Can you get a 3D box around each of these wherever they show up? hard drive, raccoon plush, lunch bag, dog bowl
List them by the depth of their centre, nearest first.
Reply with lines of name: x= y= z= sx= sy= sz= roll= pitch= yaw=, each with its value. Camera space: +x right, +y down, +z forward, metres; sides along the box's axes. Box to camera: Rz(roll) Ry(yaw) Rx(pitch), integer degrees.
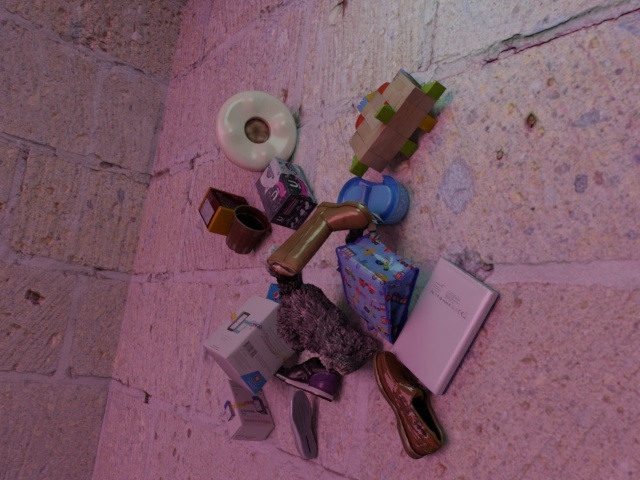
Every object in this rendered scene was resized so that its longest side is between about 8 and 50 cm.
hard drive: x=0.337 y=0.233 z=1.523 sx=0.210 sy=0.040 sz=0.319 roll=41 pitch=110 yaw=50
lunch bag: x=0.160 y=0.167 z=1.645 sx=0.221 sy=0.138 sz=0.293 roll=39 pitch=141 yaw=41
raccoon plush: x=-0.021 y=0.241 z=1.701 sx=0.216 sy=0.446 sz=0.299 roll=-50 pitch=32 yaw=-15
dog bowl: x=0.175 y=-0.127 z=1.833 sx=0.297 sy=0.074 sz=0.166 roll=4 pitch=81 yaw=52

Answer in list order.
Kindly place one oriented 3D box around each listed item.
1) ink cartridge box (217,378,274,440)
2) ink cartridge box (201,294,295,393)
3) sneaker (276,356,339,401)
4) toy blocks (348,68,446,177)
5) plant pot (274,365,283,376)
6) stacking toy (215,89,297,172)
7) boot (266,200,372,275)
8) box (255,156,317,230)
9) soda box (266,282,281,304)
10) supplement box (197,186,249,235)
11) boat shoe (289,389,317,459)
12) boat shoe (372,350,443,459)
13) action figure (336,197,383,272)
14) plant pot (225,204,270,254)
ink cartridge box: x=-0.283 y=0.641 z=2.074 sx=0.093 sy=0.154 sz=0.212 roll=-53 pitch=41 yaw=24
ink cartridge box: x=-0.239 y=0.368 z=1.986 sx=0.270 sy=0.198 sz=0.197 roll=-44 pitch=28 yaw=-24
sneaker: x=-0.035 y=0.460 z=1.892 sx=0.283 sy=0.107 sz=0.124 roll=4 pitch=65 yaw=49
toy blocks: x=0.215 y=-0.415 z=1.824 sx=0.381 sy=0.190 sz=0.261 roll=-52 pitch=31 yaw=22
plant pot: x=-0.198 y=0.472 z=2.088 sx=0.083 sy=0.079 sz=0.083 roll=-23 pitch=59 yaw=46
stacking toy: x=-0.332 y=-0.437 z=2.476 sx=0.480 sy=0.350 sz=0.351 roll=163 pitch=117 yaw=-69
boot: x=0.000 y=0.000 z=1.640 sx=0.236 sy=0.089 sz=0.269 roll=4 pitch=45 yaw=50
box: x=-0.143 y=-0.192 z=2.203 sx=0.163 sy=0.142 sz=0.247 roll=-51 pitch=43 yaw=28
soda box: x=-0.123 y=0.229 z=2.089 sx=0.210 sy=0.067 sz=0.071 roll=22 pitch=95 yaw=52
supplement box: x=-0.425 y=-0.122 z=2.497 sx=0.129 sy=0.191 sz=0.194 roll=-58 pitch=41 yaw=20
boat shoe: x=-0.074 y=0.623 z=1.853 sx=0.076 sy=0.083 sz=0.226 roll=-27 pitch=69 yaw=56
boat shoe: x=0.249 y=0.435 z=1.518 sx=0.104 sy=0.110 sz=0.307 roll=-44 pitch=58 yaw=34
action figure: x=0.112 y=-0.007 z=1.771 sx=0.185 sy=0.099 sz=0.285 roll=37 pitch=132 yaw=42
plant pot: x=-0.326 y=-0.039 z=2.380 sx=0.165 sy=0.167 sz=0.167 roll=-57 pitch=40 yaw=32
